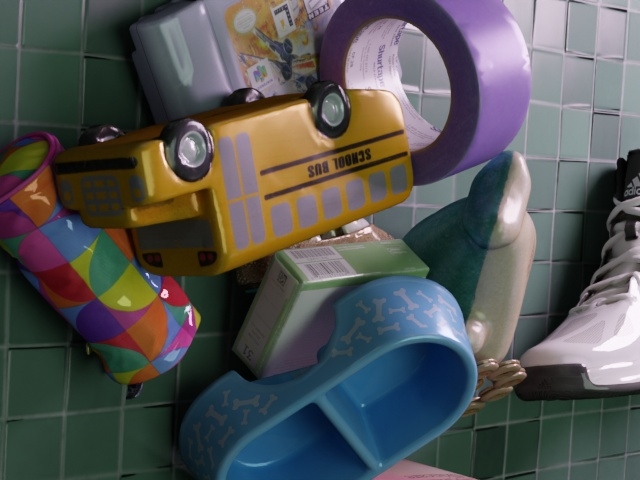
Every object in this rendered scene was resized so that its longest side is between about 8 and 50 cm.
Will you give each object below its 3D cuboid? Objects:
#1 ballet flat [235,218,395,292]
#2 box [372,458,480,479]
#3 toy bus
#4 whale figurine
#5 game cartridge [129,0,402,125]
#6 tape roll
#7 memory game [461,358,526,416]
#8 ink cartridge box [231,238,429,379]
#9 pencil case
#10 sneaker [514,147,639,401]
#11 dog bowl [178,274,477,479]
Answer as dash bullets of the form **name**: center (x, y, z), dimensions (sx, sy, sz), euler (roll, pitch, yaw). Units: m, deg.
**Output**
- **ballet flat**: center (0.000, 0.000, 1.477), dimensions (0.206, 0.073, 0.067), euler (-13, 93, -46)
- **box**: center (0.092, 0.293, 1.482), dimensions (0.149, 0.232, 0.126), euler (6, 91, -46)
- **toy bus**: center (-0.063, -0.057, 1.274), dimensions (0.333, 0.108, 0.130), euler (-22, 106, -49)
- **whale figurine**: center (0.141, 0.015, 1.515), dimensions (0.272, 0.141, 0.216), euler (91, 15, -60)
- **game cartridge**: center (-0.038, -0.167, 1.424), dimensions (0.297, 0.062, 0.198), euler (-37, 115, -38)
- **tape roll**: center (0.094, -0.150, 1.390), dimensions (0.080, 0.189, 0.189), euler (-23, 110, -44)
- **memory game**: center (0.124, 0.163, 1.552), dimensions (0.186, 0.186, 0.012), euler (5, 58, -45)
- **ink cartridge box**: center (-0.010, 0.111, 1.466), dimensions (0.171, 0.056, 0.235), euler (-6, 131, -44)
- **pencil case**: center (-0.197, 0.022, 1.262), dimensions (0.104, 0.104, 0.236), euler (-52, 126, -28)
- **sneaker**: center (0.348, 0.029, 1.787), dimensions (0.447, 0.169, 0.257), euler (-18, 98, -50)
- **dog bowl**: center (0.014, 0.157, 1.393), dimensions (0.297, 0.074, 0.166), euler (-33, 130, 3)
